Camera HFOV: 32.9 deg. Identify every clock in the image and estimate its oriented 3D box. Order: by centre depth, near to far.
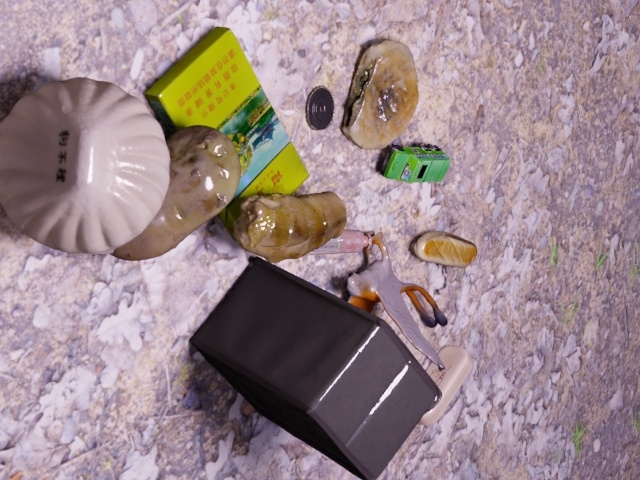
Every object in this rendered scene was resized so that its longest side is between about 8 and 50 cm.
[{"bbox_3d":[0.001,-0.246,2.019,0.074,0.010,0.083,-16,112,-42],"label":"clock"}]

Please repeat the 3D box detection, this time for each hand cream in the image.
[{"bbox_3d":[0.000,0.000,2.045,0.210,0.043,0.067,-1,104,-27],"label":"hand cream"}]

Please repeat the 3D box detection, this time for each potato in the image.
[{"bbox_3d":[-0.241,-0.072,1.707,0.262,0.165,0.165,-36,129,-4],"label":"potato"}]

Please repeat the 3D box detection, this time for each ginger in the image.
[{"bbox_3d":[-0.053,-0.026,1.898,0.263,0.109,0.116,-11,67,-55],"label":"ginger"}]

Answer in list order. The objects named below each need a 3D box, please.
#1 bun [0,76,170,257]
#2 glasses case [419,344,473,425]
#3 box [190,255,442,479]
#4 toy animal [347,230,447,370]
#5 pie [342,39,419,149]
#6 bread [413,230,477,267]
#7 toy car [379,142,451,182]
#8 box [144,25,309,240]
[{"bbox_3d":[-0.335,-0.109,1.522,0.263,0.175,0.263,1,87,-12],"label":"bun"},{"bbox_3d":[0.260,0.318,2.387,0.196,0.083,0.050,-53,133,-23],"label":"glasses case"},{"bbox_3d":[-0.013,0.221,1.899,0.204,0.345,0.251,-51,133,-16],"label":"box"},{"bbox_3d":[0.156,0.104,2.196,0.284,0.225,0.302,-42,118,-54],"label":"toy animal"},{"bbox_3d":[0.125,-0.279,2.110,0.185,0.052,0.218,11,95,-52],"label":"pie"},{"bbox_3d":[0.264,0.017,2.330,0.214,0.053,0.073,10,98,-49],"label":"bread"},{"bbox_3d":[0.192,-0.152,2.187,0.165,0.062,0.071,-5,124,-46],"label":"toy car"},{"bbox_3d":[-0.151,-0.175,1.859,0.187,0.047,0.335,-49,132,-26],"label":"box"}]
